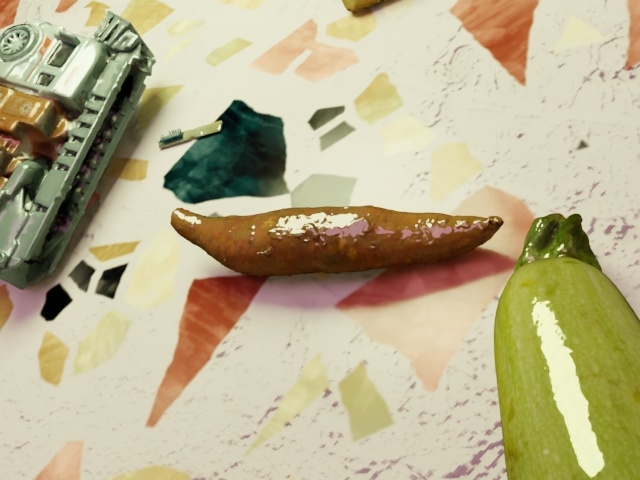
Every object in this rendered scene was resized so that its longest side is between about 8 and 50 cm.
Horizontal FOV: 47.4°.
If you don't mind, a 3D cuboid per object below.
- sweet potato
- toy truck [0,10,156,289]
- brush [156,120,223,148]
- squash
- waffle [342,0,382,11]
[{"bbox_3d":[0.000,0.000,0.632,0.314,0.066,0.072,-1,25,27],"label":"sweet potato"},{"bbox_3d":[-0.318,-0.117,0.847,0.184,0.133,0.338,17,69,24],"label":"toy truck"},{"bbox_3d":[-0.151,-0.124,0.839,0.084,0.013,0.016,-11,51,18],"label":"brush"},{"bbox_3d":[0.162,0.096,0.470,0.137,0.137,0.287,-22,38,11],"label":"squash"},{"bbox_3d":[0.137,-0.376,0.841,0.274,0.057,0.168,-19,51,14],"label":"waffle"}]
